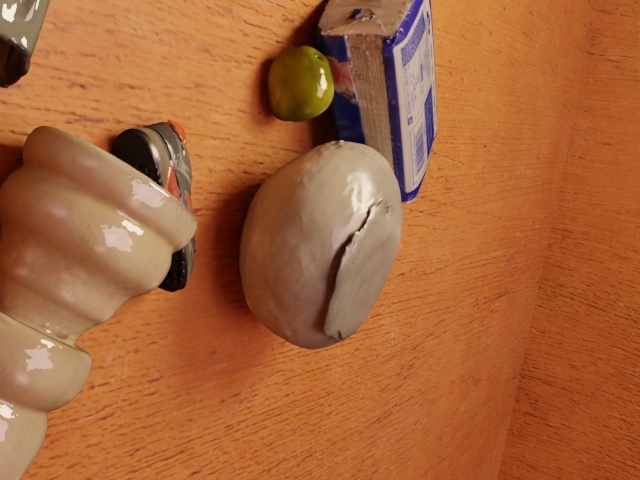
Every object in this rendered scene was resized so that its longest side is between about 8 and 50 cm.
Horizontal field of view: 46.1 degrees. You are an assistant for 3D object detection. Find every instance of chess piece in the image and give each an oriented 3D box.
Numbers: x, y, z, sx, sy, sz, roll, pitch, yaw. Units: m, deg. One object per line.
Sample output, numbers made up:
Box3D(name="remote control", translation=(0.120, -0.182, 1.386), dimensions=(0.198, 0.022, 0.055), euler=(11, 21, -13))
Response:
Box3D(name="chess piece", translation=(-0.242, 0.071, 0.629), dimensions=(0.300, 0.167, 0.167), euler=(-63, 149, -14))

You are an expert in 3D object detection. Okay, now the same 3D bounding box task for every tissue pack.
Box3D(name="tissue pack", translation=(0.085, -0.217, 1.068), dimensions=(0.209, 0.137, 0.270), euler=(-70, 157, -44))

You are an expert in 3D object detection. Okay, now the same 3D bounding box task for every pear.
Box3D(name="pear", translation=(-0.026, -0.195, 0.954), dimensions=(0.097, 0.092, 0.092), euler=(-41, 165, 27))

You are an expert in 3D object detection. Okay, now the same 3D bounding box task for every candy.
Box3D(name="candy", translation=(0.000, 0.000, 0.984), dimensions=(0.296, 0.185, 0.296), euler=(-57, 162, -29))

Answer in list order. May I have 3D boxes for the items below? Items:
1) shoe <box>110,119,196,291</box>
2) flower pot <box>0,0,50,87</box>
Box3D(name="shoe", translation=(-0.160, -0.037, 0.802), dimensions=(0.077, 0.074, 0.195), euler=(-47, 139, -49))
Box3D(name="flower pot", translation=(-0.247, -0.214, 0.416), dimensions=(0.239, 0.209, 0.190), euler=(21, 83, -56))
